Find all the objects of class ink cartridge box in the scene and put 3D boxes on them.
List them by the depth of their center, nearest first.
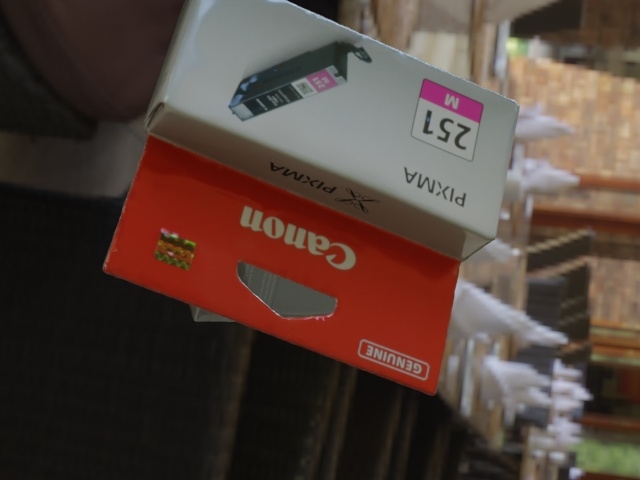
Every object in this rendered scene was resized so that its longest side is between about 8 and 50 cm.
[{"bbox_3d":[0.001,-0.044,1.041,0.060,0.275,0.239,-43,-151,58],"label":"ink cartridge box"}]

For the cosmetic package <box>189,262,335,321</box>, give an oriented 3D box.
[{"bbox_3d":[0.000,0.000,1.271,0.107,0.238,0.127,-112,-150,-47],"label":"cosmetic package"}]
